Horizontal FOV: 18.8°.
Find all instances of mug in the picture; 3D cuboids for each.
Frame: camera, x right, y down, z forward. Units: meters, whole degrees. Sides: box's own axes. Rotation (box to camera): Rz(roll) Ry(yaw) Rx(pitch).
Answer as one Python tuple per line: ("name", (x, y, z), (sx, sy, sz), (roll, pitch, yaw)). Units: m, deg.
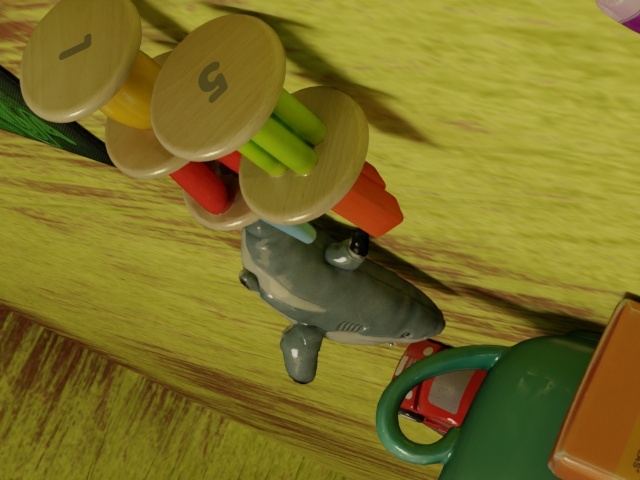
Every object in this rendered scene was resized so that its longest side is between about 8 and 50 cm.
("mug", (0.121, 0.095, 0.906), (0.158, 0.097, 0.129), (30, 170, -28))

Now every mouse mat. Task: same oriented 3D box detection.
("mouse mat", (-0.197, -0.088, 0.983), (0.152, 0.007, 0.189), (19, 170, 32))

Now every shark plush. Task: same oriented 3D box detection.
("shark plush", (0.000, 0.000, 0.924), (0.067, 0.073, 0.161), (-4, 135, 30))

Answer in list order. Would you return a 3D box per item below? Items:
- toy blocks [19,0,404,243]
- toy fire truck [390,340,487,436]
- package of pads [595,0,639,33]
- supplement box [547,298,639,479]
("toy blocks", (-0.021, -0.030, 0.704), (0.123, 0.054, 0.148), (17, 168, 40))
("toy fire truck", (0.140, 0.125, 1.178), (0.135, 0.047, 0.192), (16, 167, 39))
("package of pads", (0.084, -0.056, 0.364), (0.050, 0.032, 0.083), (27, 171, 1))
("supplement box", (0.215, 0.106, 0.798), (0.233, 0.080, 0.078), (25, 172, 8))
